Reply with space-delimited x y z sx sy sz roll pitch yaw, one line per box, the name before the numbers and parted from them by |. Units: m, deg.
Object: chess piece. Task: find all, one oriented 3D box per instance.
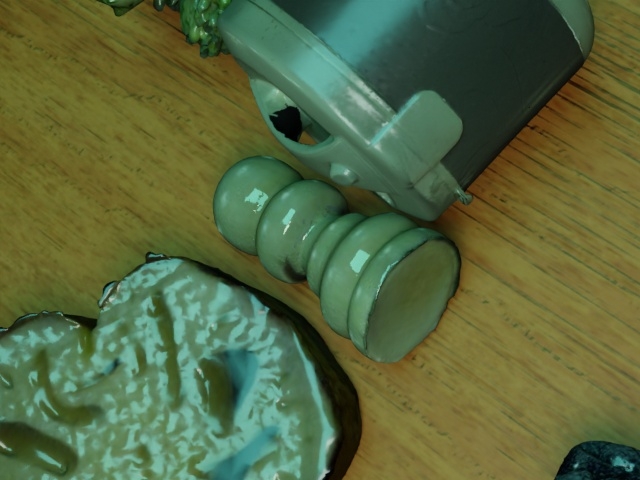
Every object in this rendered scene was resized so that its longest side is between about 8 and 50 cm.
chess piece | 0.000 0.000 1.246 0.243 0.133 0.133 33 85 33

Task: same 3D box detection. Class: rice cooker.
rice cooker | 0.068 -0.179 1.196 0.277 0.288 0.288 -46 63 1

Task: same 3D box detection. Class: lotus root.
lotus root | -0.154 0.203 1.239 0.391 0.111 0.374 -14 69 12

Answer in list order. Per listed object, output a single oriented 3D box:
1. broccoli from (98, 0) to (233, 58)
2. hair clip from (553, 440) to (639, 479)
broccoli | -0.090 -0.363 1.329 0.277 0.317 0.338 44 130 15
hair clip | 0.329 0.233 0.999 0.310 0.194 0.206 -15 45 16
